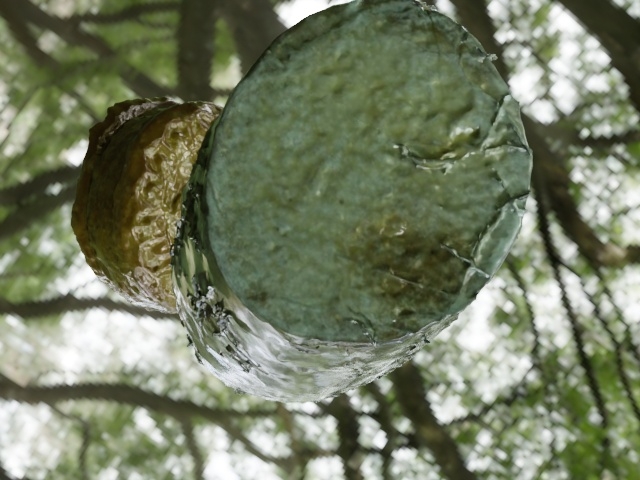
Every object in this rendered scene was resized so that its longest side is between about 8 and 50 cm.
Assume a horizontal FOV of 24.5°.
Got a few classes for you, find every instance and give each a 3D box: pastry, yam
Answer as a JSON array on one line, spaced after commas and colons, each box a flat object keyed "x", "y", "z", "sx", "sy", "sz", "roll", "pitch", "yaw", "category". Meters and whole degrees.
[{"x": -0.118, "y": -0.030, "z": 1.255, "sx": 0.103, "sy": 0.189, "sz": 0.189, "roll": 2, "pitch": -123, "yaw": 47, "category": "pastry"}, {"x": 0.000, "y": 0.000, "z": 0.707, "sx": 0.154, "sy": 0.154, "sz": 0.254, "roll": -61, "pitch": -176, "yaw": -20, "category": "yam"}]
